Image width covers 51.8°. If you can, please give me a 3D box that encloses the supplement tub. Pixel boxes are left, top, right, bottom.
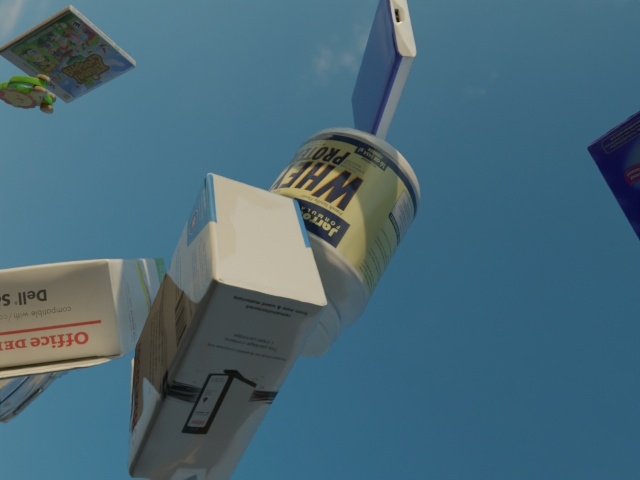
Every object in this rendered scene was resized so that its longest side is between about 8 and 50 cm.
[{"bbox_3d":[0.000,0.000,1.064,0.236,0.235,0.324,4,-132,37],"label":"supplement tub"}]

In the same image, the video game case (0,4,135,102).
[{"bbox_3d":[-0.552,-0.401,1.446,0.213,0.193,0.023,-20,-122,22],"label":"video game case"}]

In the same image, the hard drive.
[{"bbox_3d":[0.120,-0.328,1.335,0.318,0.040,0.210,107,-18,-57],"label":"hard drive"}]

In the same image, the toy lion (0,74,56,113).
[{"bbox_3d":[-0.521,-0.260,1.159,0.100,0.096,0.034,126,-29,-69],"label":"toy lion"}]

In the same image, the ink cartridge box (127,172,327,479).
[{"bbox_3d":[-0.084,0.073,0.531,0.203,0.086,0.148,-63,-155,28],"label":"ink cartridge box"}]

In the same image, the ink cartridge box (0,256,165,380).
[{"bbox_3d":[-0.328,0.089,0.835,0.207,0.353,0.119,-7,-91,-2],"label":"ink cartridge box"}]

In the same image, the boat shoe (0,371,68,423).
[{"bbox_3d":[-0.471,0.201,1.141,0.095,0.258,0.084,13,-45,41],"label":"boat shoe"}]

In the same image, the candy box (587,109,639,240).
[{"bbox_3d":[0.572,-0.067,0.916,0.317,0.122,0.268,67,-29,11],"label":"candy box"}]
